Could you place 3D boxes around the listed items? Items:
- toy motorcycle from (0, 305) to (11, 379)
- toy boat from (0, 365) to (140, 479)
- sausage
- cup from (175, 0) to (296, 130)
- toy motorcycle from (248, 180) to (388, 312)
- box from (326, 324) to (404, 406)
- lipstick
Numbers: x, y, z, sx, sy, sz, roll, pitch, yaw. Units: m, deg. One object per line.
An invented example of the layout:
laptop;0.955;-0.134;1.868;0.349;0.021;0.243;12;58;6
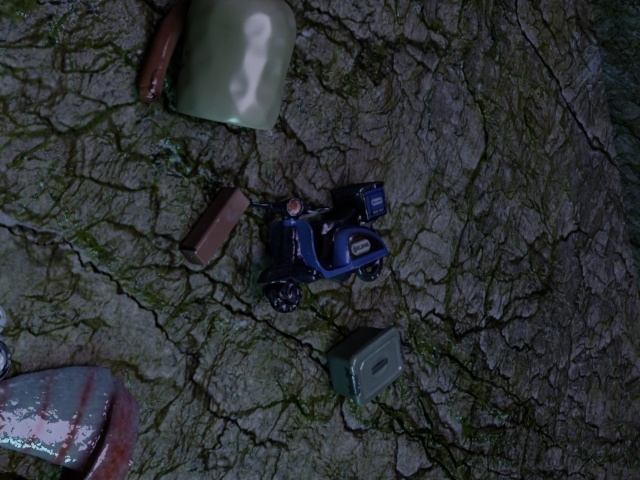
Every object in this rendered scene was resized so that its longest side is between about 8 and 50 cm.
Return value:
toy motorcycle;-0.485;0.102;1.034;0.229;0.074;0.151;28;72;-46
toy boat;-0.399;0.263;1.170;0.282;0.096;0.206;28;67;-35
sausage;-0.247;-0.298;1.278;0.047;0.040;0.176;31;70;-46
cup;-0.109;-0.290;1.325;0.255;0.173;0.202;0;105;-52
toy motorcycle;0.000;0.000;1.559;0.359;0.125;0.212;-20;103;-48
box;0.090;0.257;1.716;0.172;0.093;0.123;-29;118;-43
lipstick;-0.181;-0.026;1.391;0.145;0.045;0.045;-58;133;-26
